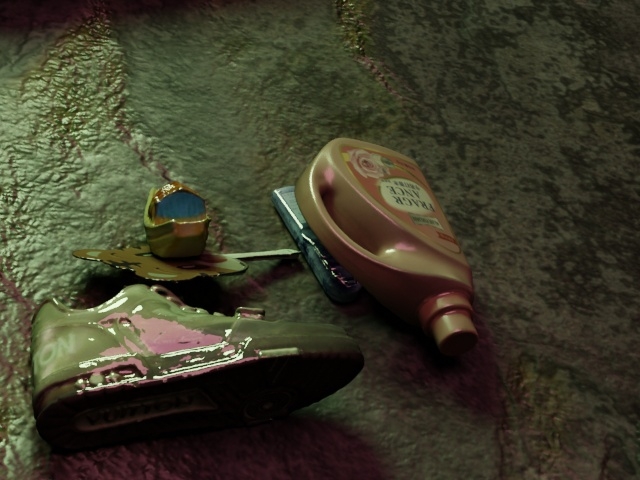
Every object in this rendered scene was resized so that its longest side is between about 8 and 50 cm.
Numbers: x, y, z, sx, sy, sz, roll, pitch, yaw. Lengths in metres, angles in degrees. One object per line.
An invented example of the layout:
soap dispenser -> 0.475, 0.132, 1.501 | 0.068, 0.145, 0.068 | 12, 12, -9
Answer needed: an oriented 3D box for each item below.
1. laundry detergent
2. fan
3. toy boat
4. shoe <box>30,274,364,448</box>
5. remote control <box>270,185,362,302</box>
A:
laundry detergent -> 0.061, 0.005, 1.374 | 0.171, 0.076, 0.237 | 14, 39, -36
fan -> -0.109, 0.018, 1.339 | 0.226, 0.008, 0.152 | -4, 12, -42
toy boat -> -0.137, -0.024, 1.350 | 0.065, 0.066, 0.172 | -2, 10, -12
shoe -> -0.116, 0.083, 1.234 | 0.293, 0.109, 0.149 | -8, 52, -21
remote control -> 0.000, 0.001, 1.420 | 0.043, 0.027, 0.152 | -14, 49, -23
